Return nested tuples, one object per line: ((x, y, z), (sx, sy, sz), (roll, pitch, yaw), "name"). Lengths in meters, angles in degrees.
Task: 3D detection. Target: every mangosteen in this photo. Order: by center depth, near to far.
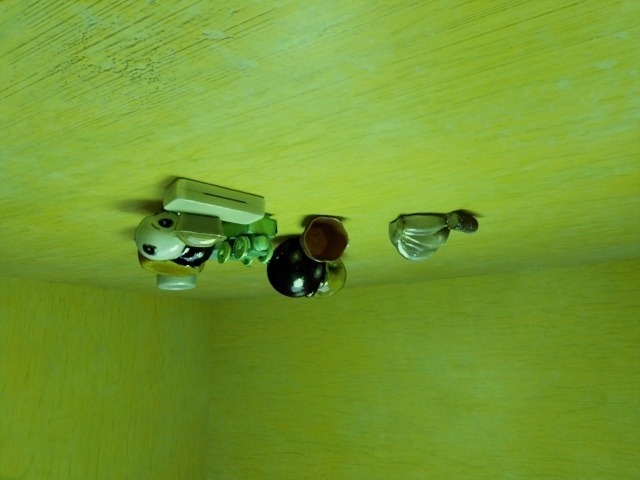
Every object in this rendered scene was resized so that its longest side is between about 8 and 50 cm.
((-0.110, 0.146, 1.936), (0.296, 0.297, 0.313), (-4, 127, 9), "mangosteen")

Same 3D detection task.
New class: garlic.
((0.411, -0.032, 1.731), (0.292, 0.210, 0.237), (9, 128, -21), "garlic")

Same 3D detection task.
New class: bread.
((-0.635, 0.050, 1.754), (0.312, 0.172, 0.312), (-2, 158, -1), "bread")

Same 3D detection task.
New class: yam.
((0.576, -0.071, 1.660), (0.141, 0.079, 0.079), (8, 162, -41), "yam")

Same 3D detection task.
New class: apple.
((0.016, 0.187, 2.247), (0.264, 0.264, 0.264), (-2, 165, 0), "apple")

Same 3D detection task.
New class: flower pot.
((0.000, 0.000, 1.687), (0.190, 0.191, 0.173), (3, 176, -17), "flower pot")

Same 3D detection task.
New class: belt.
((-0.457, 0.037, 1.926), (0.147, 0.082, 0.163), (-19, 157, 21), "belt")

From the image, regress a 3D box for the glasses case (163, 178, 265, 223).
((-0.344, -0.122, 1.347), (0.312, 0.070, 0.131), (10, 162, -39), "glasses case")

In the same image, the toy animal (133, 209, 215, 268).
((-0.526, -0.021, 1.484), (0.212, 0.213, 0.266), (-12, 159, 34), "toy animal")

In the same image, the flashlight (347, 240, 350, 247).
((0.077, 0.037, 2.060), (0.093, 0.048, 0.200), (2, 166, -34), "flashlight")

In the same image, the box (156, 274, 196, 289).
((-0.731, 0.134, 2.012), (0.291, 0.206, 0.262), (-7, 164, 10), "box")

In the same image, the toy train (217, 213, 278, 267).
((-0.295, 0.000, 1.601), (0.159, 0.188, 0.271), (12, 162, -43), "toy train")

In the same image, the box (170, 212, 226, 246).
((-0.405, -0.028, 1.359), (0.177, 0.111, 0.111), (6, 163, -27), "box")
